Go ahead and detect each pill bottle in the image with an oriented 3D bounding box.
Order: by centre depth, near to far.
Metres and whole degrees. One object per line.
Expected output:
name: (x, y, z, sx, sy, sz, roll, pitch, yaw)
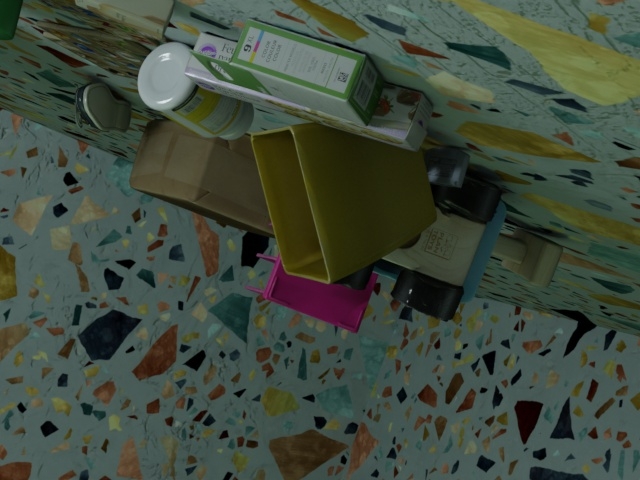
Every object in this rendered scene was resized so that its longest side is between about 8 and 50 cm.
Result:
pill bottle: (-0.176, -0.211, 1.672, 0.103, 0.103, 0.184, 18, 175, 31)

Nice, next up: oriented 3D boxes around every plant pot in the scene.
plant pot: (0.040, -0.073, 1.595, 0.187, 0.212, 0.212, -16, -173, -16)

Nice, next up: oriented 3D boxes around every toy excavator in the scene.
toy excavator: (0.213, -0.017, 1.919, 0.432, 0.222, 0.445, 20, -171, 2)

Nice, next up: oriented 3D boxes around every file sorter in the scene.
file sorter: (0.000, 0.000, 2.219, 0.202, 0.291, 0.182, 22, 175, -23)

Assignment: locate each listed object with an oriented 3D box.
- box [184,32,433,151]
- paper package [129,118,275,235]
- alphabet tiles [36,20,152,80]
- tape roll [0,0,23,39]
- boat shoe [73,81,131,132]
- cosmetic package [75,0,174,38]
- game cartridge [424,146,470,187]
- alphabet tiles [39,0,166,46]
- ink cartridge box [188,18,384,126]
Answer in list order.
box: (-0.017, -0.190, 1.455, 0.324, 0.063, 0.067, 19, 174, 21)
paper package: (-0.191, -0.125, 2.394, 0.309, 0.168, 0.325, 21, 175, -32)
alphabet tiles: (-0.295, -0.288, 1.885, 0.342, 0.011, 0.285, 17, 175, 40)
tape roll: (-0.564, -0.352, 1.536, 0.321, 0.077, 0.321, 15, 180, 0)
boat shoe: (-0.456, -0.272, 2.328, 0.079, 0.095, 0.254, 8, -177, 8)
cosmetic package: (-0.238, -0.289, 1.392, 0.115, 0.041, 0.060, 21, 175, -7)
game cartridge: (0.178, -0.106, 1.637, 0.017, 0.056, 0.083, 14, 180, -38)
alphabet tiles: (-0.334, -0.327, 1.592, 0.198, 0.009, 0.237, 18, 174, 29)
ink cartridge box: (-0.038, -0.206, 1.360, 0.209, 0.062, 0.109, 19, 176, 17)
